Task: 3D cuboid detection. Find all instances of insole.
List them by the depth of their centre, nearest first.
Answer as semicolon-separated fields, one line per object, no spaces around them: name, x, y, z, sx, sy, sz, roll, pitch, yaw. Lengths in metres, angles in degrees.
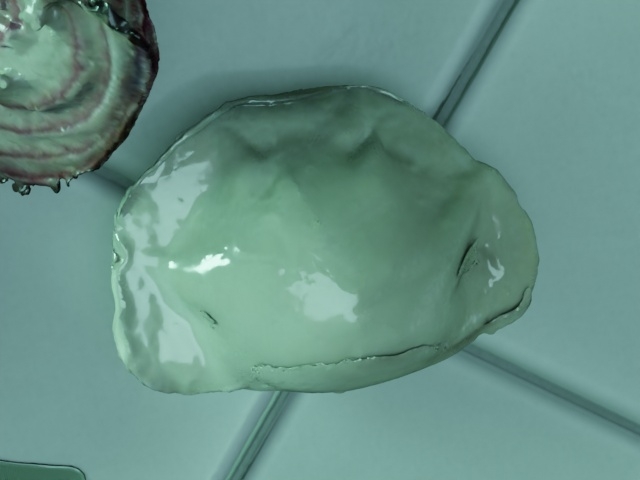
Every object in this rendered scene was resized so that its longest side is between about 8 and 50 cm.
insole;-0.291;0.224;1.404;0.153;0.002;0.053;4;107;-12

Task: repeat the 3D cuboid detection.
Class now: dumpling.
dumpling;0.004;0.000;1.301;0.341;0.181;0.260;-6;101;14

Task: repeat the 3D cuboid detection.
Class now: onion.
onion;-0.272;-0.188;1.198;0.314;0.146;0.280;33;140;-9
